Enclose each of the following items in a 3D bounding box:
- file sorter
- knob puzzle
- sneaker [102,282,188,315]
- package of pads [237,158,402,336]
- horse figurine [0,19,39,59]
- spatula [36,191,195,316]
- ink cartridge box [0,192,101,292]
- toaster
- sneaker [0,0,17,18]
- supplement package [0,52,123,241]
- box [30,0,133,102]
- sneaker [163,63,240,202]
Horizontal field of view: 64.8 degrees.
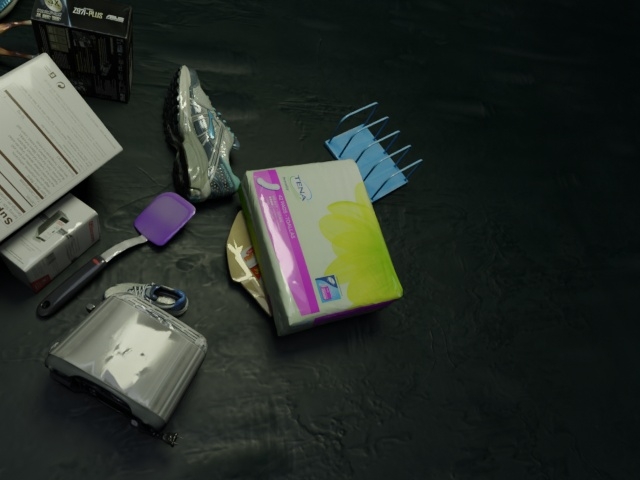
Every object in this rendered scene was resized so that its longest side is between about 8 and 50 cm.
[{"bbox_3d":[0.115,-0.189,1.075,0.118,0.104,0.170,-31,79,-28],"label":"file sorter"},{"bbox_3d":[-0.091,0.023,0.942,0.213,0.030,0.213,8,64,-16],"label":"knob puzzle"},{"bbox_3d":[-0.284,0.088,0.825,0.135,0.058,0.052,7,64,-16],"label":"sneaker"},{"bbox_3d":[0.000,0.000,0.909,0.229,0.101,0.296,-10,71,-24],"label":"package of pads"},{"bbox_3d":[-0.588,-0.304,0.891,0.175,0.066,0.263,0,71,-9],"label":"horse figurine"},{"bbox_3d":[-0.343,0.021,0.845,0.084,0.030,0.296,36,60,20],"label":"spatula"},{"bbox_3d":[-0.420,0.004,0.791,0.056,0.099,0.135,38,58,2],"label":"ink cartridge box"},{"bbox_3d":[-0.269,0.182,0.746,0.227,0.129,0.146,31,57,-2],"label":"toaster"},{"bbox_3d":[-0.602,-0.518,0.985,0.088,0.092,0.228,25,79,-10],"label":"sneaker"},{"bbox_3d":[-0.487,-0.110,0.745,0.293,0.178,0.175,-49,121,-31],"label":"supplement package"},{"bbox_3d":[-0.420,-0.345,0.909,0.148,0.180,0.077,5,66,-17],"label":"box"},{"bbox_3d":[-0.226,-0.203,0.972,0.122,0.110,0.282,-2,74,-33],"label":"sneaker"}]
